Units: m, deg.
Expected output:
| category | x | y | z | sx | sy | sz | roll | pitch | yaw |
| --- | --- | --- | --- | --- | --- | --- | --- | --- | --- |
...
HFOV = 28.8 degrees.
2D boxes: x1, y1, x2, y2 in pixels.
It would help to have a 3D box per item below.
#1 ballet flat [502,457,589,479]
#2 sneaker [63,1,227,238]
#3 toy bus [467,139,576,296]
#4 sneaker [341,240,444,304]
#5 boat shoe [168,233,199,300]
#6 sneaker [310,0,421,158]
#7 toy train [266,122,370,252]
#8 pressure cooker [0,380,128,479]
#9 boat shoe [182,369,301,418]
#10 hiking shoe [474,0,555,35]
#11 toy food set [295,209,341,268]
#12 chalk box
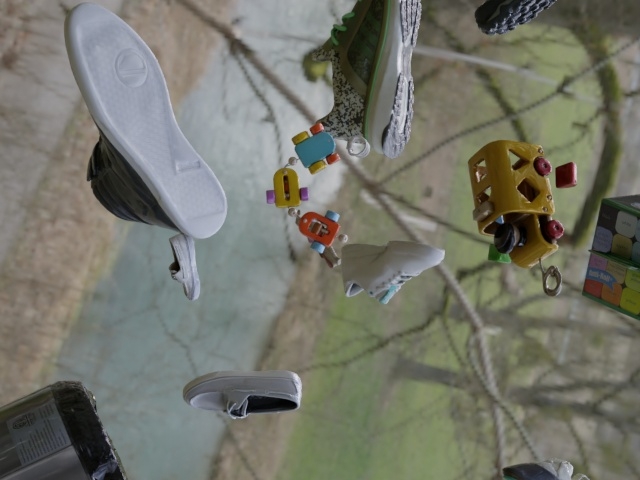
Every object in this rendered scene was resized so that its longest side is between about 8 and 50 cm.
| category | x | y | z | sx | sy | sz | roll | pitch | yaw |
| --- | --- | --- | --- | --- | --- | --- | --- | --- | --- |
| ballet flat | 0.322 | 0.333 | 1.665 | 0.074 | 0.203 | 0.074 | -39 | -152 | 25 |
| sneaker | -0.231 | -0.125 | 1.403 | 0.104 | 0.147 | 0.295 | -48 | 122 | -34 |
| toy bus | 0.270 | -0.043 | 1.781 | 0.202 | 0.104 | 0.190 | -137 | -123 | -60 |
| sneaker | 0.110 | 0.051 | 1.916 | 0.212 | 0.080 | 0.094 | -8 | -107 | 53 |
| boat shoe | -0.181 | 0.036 | 1.622 | 0.035 | 0.035 | 0.100 | 44 | -36 | 50 |
| sneaker | 0.068 | -0.350 | 2.161 | 0.158 | 0.182 | 0.410 | 20 | 74 | -73 |
| toy train | -0.003 | -0.072 | 1.686 | 0.046 | 0.125 | 0.166 | 125 | -14 | -84 |
| pressure cooker | -0.439 | 0.416 | 1.650 | 0.375 | 0.420 | 0.370 | 66 | -13 | -2 |
| boat shoe | -0.120 | 0.244 | 1.925 | 0.063 | 0.184 | 0.066 | -96 | -171 | -49 |
| hiking shoe | 0.315 | -0.432 | 1.790 | 0.304 | 0.132 | 0.113 | -49 | 162 | 14 |
| toy food set | 0.000 | 0.000 | 2.169 | 0.019 | 0.122 | 0.078 | -31 | 163 | -18 |
| chalk box | 0.563 | 0.032 | 2.063 | 0.289 | 0.180 | 0.179 | -8 | 115 | -37 |
